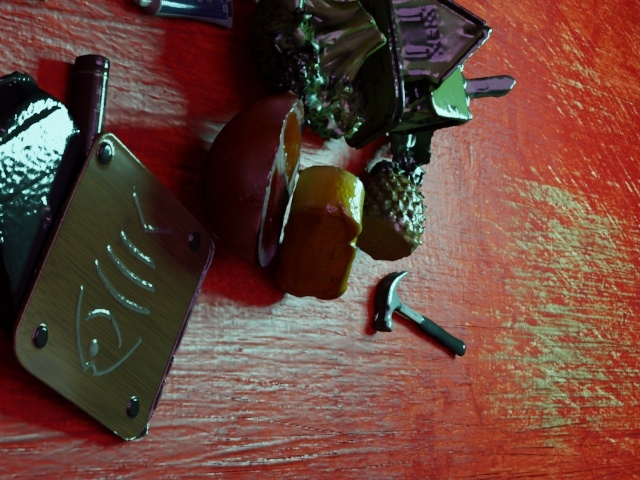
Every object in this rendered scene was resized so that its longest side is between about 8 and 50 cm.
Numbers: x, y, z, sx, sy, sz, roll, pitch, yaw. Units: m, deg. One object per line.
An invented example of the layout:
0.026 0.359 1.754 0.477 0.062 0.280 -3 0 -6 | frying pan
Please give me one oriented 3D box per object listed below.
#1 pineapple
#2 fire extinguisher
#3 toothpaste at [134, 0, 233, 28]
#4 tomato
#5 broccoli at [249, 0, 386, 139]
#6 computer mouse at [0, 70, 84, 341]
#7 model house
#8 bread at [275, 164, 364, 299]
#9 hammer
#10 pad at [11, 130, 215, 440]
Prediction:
0.120 -0.090 2.183 0.125 0.125 0.251 53 40 -35 | pineapple
-0.272 -0.136 1.708 0.064 0.043 0.158 113 -18 -75 | fire extinguisher
-0.172 -0.303 1.883 0.197 0.035 0.057 -8 99 -57 | toothpaste
-0.092 -0.089 1.856 0.199 0.112 0.228 93 11 -57 | tomato
-0.006 -0.256 1.976 0.176 0.226 0.198 -52 155 11 | broccoli
-0.328 -0.033 1.584 0.168 0.087 0.295 -42 131 -55 | computer mouse
0.181 -0.252 2.103 0.278 0.218 0.205 -5 84 -19 | model house
0.000 0.000 1.928 0.245 0.102 0.094 105 -3 -59 | bread
0.161 0.123 2.270 0.246 0.029 0.103 32 60 -49 | hammer
-0.230 0.059 1.680 0.286 0.018 0.284 49 55 -53 | pad
